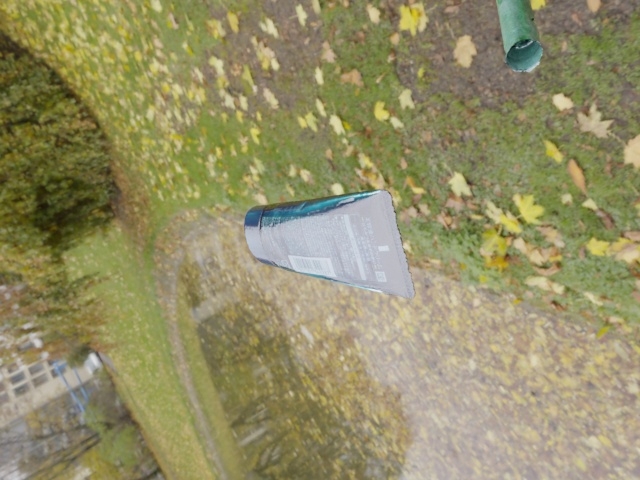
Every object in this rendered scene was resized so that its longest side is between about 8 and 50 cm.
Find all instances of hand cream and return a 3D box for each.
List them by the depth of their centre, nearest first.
[{"bbox_3d":[0.000,0.000,0.685,0.270,0.061,0.120,5,115,54],"label":"hand cream"}]

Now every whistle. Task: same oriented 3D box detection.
[{"bbox_3d":[0.217,-0.253,0.644,0.039,0.039,0.186,89,-172,-47],"label":"whistle"}]
